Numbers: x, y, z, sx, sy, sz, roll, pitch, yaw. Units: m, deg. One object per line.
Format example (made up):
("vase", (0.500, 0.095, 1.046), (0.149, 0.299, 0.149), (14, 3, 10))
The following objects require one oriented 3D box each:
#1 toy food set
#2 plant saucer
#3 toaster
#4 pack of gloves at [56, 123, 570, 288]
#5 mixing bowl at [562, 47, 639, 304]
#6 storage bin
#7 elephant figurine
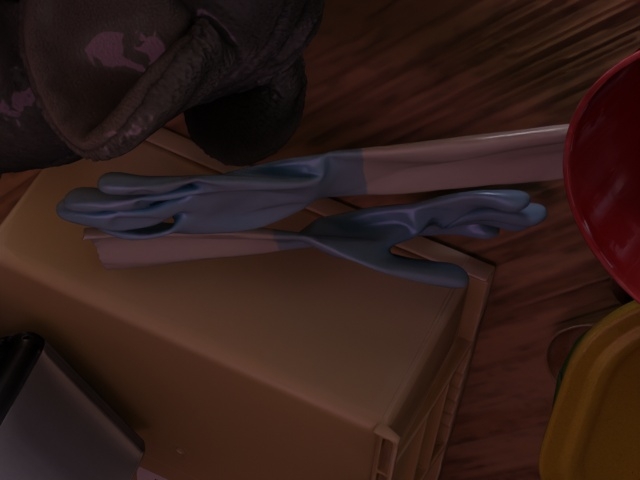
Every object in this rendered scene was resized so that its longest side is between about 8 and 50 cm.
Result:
("toy food set", (0.181, 0.057, 0.801), (0.128, 0.071, 0.218), (9, 130, -3))
("plant saucer", (0.163, 0.070, 0.881), (0.083, 0.015, 0.083), (20, 143, 16))
("toaster", (-0.208, 0.144, 0.917), (0.168, 0.185, 0.110), (-18, 125, 39))
("pack of gloves", (0.000, 0.000, 0.761), (0.232, 0.046, 0.195), (-6, 171, 1))
("mixing bowl", (0.198, -0.039, 0.642), (0.181, 0.098, 0.181), (21, 143, 17))
("storage bin", (-0.056, 0.083, 0.974), (0.262, 0.123, 0.260), (23, 145, 12))
("elephant figurine", (-0.071, -0.101, 0.710), (0.239, 0.169, 0.186), (13, 136, 31))
